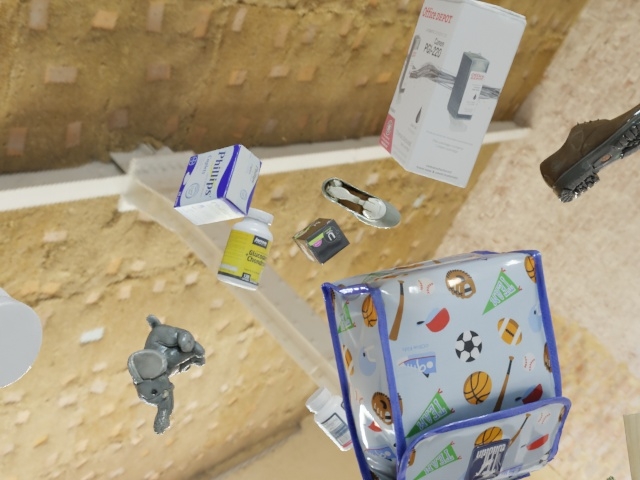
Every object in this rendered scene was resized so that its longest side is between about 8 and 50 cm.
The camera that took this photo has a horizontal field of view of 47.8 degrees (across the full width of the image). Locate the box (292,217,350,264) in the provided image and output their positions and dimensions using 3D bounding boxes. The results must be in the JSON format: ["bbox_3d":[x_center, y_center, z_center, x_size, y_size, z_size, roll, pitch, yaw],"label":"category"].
[{"bbox_3d":[0.000,0.000,1.204,0.062,0.052,0.083,-37,14,-12],"label":"box"}]

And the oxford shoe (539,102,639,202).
[{"bbox_3d":[0.446,-0.167,1.143,0.227,0.096,0.083,-36,-36,8],"label":"oxford shoe"}]

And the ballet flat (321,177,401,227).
[{"bbox_3d":[0.096,-0.090,1.766,0.072,0.213,0.068,-64,-6,0],"label":"ballet flat"}]

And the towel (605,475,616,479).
[{"bbox_3d":[0.554,0.541,1.390,0.110,0.027,0.148,-105,32,-77],"label":"towel"}]

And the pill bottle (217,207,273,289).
[{"bbox_3d":[-0.173,0.019,1.722,0.103,0.103,0.184,31,-106,-64],"label":"pill bottle"}]

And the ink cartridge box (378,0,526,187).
[{"bbox_3d":[0.164,-0.200,0.940,0.092,0.158,0.218,15,-73,-15],"label":"ink cartridge box"}]

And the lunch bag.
[{"bbox_3d":[0.211,0.228,1.170,0.327,0.386,0.239,-9,3,-21],"label":"lunch bag"}]

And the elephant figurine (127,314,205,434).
[{"bbox_3d":[-0.418,0.337,1.837,0.239,0.186,0.169,-50,-54,-33],"label":"elephant figurine"}]

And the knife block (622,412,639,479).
[{"bbox_3d":[0.658,0.484,1.407,0.088,0.276,0.242,-13,-13,24],"label":"knife block"}]

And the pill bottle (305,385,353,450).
[{"bbox_3d":[0.044,0.529,2.162,0.108,0.180,0.108,-42,4,4],"label":"pill bottle"}]

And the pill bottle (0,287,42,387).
[{"bbox_3d":[-0.585,0.129,1.136,0.160,0.283,0.160,-31,-53,-52],"label":"pill bottle"}]

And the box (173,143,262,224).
[{"bbox_3d":[-0.197,-0.106,1.387,0.072,0.137,0.126,42,-130,-43],"label":"box"}]
